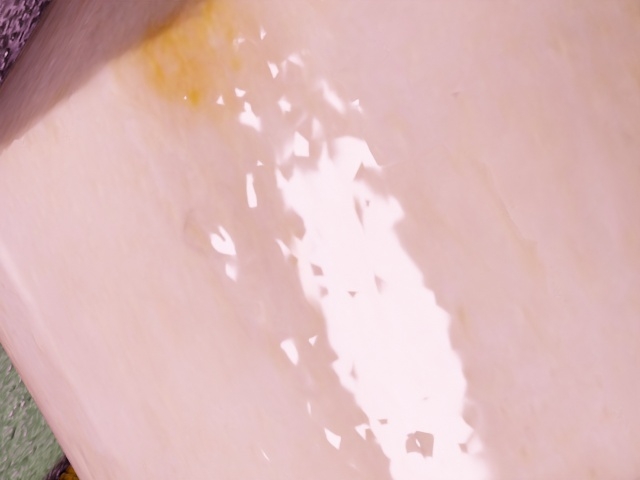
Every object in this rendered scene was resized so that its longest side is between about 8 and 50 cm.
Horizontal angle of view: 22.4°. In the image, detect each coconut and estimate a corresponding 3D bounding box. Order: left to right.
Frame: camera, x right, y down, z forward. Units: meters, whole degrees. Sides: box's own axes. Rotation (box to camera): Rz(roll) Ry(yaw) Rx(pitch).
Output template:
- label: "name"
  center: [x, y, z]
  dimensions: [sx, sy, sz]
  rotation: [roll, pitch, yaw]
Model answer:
- label: "coconut"
  center: [0.030, -0.020, 0.546]
  dimensions: [0.323, 0.323, 0.323]
  rotation: [-56, 173, -10]

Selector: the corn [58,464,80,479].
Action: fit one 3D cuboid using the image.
- label: "corn"
  center: [-0.116, 0.143, 1.084]
  dimensions: [0.231, 0.080, 0.080]
  rotation: [-56, 174, -36]
